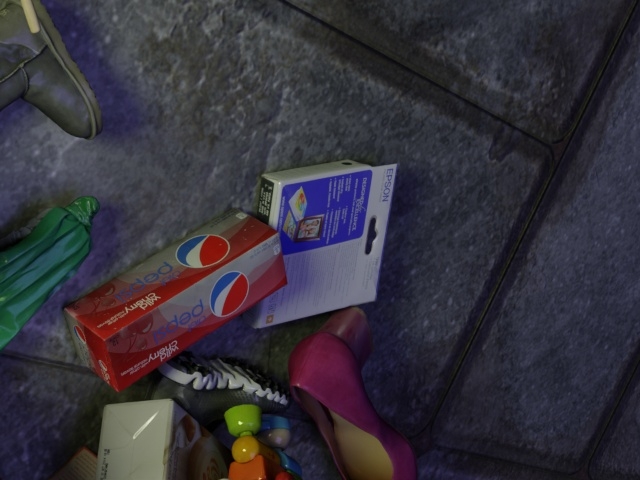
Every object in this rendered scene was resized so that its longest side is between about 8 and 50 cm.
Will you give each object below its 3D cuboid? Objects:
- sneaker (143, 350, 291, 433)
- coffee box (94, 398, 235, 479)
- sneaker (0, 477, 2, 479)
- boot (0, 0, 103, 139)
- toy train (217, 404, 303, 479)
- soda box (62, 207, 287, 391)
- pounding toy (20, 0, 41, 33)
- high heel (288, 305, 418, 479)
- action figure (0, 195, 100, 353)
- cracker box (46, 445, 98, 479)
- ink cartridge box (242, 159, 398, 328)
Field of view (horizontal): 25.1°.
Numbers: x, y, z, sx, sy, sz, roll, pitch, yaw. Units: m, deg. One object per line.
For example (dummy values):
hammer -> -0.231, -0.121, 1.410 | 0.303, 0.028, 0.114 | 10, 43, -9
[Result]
sneaker -> -0.137, 0.204, 1.833 | 0.234, 0.078, 0.106 | 19, 104, -47
coffee box -> -0.174, 0.308, 1.767 | 0.246, 0.098, 0.141 | 52, 35, -54
sneaker -> -0.445, 0.316, 1.601 | 0.221, 0.087, 0.128 | -19, 116, -51
boot -> -0.339, -0.129, 1.448 | 0.208, 0.076, 0.190 | -45, 122, -27
toy train -> -0.088, 0.262, 1.742 | 0.105, 0.143, 0.248 | -18, 152, 15
soda box -> -0.167, 0.066, 1.710 | 0.263, 0.092, 0.083 | -32, 132, -28
pounding toy -> -0.300, -0.298, 1.371 | 0.130, 0.100, 0.141 | 36, 85, -48
high heel -> 0.031, 0.285, 1.974 | 0.181, 0.127, 0.377 | -50, 130, -50
action figure -> -0.326, 0.035, 1.560 | 0.232, 0.063, 0.137 | -44, 134, -12
cracker box -> -0.325, 0.386, 1.753 | 0.232, 0.067, 0.156 | -43, 134, -20
ink cartridge box -> 0.000, 0.000, 1.871 | 0.208, 0.045, 0.206 | -10, 119, -40
